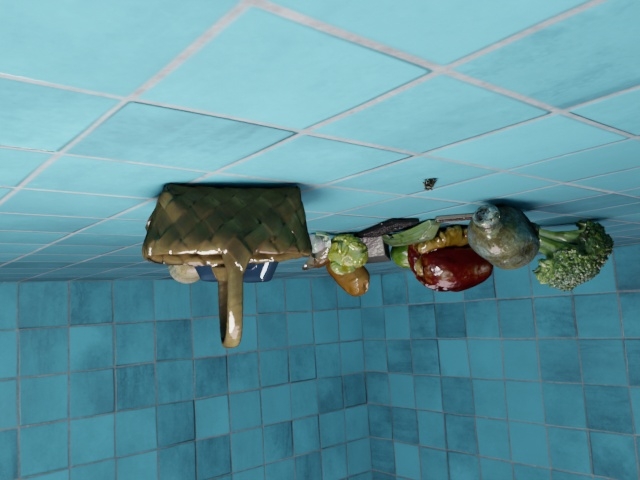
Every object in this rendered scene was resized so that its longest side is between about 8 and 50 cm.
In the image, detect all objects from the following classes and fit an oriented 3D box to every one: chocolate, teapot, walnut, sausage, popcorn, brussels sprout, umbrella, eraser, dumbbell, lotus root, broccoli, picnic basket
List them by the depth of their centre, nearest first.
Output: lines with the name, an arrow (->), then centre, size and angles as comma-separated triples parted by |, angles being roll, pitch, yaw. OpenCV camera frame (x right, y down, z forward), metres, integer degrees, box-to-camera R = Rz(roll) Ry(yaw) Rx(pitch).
picnic basket -> -0.182, 0.059, 1.157 | 0.336, 0.338, 0.293 | -2, 173, -15
umbrella -> 0.224, -0.113, 1.179 | 0.031, 0.020, 0.083 | -45, 165, 7
lotus root -> 0.487, -0.010, 1.548 | 0.174, 0.175, 0.349 | -8, 167, 35
dumbbell -> -0.267, 0.063, 1.847 | 0.156, 0.144, 0.316 | -6, 173, 24
teapot -> 0.000, 0.000, 1.859 | 0.064, 0.064, 0.083 | -9, 144, -17
popcorn -> 0.091, 0.038, 1.900 | 0.162, 0.136, 0.141 | -32, 168, -32
walnut -> 0.439, 0.045, 1.934 | 0.268, 0.244, 0.222 | -12, -146, -15
chocolate -> -0.447, 0.074, 1.947 | 0.134, 0.134, 0.309 | -2, 170, -16
broccoli -> 0.847, 0.053, 1.960 | 0.259, 0.236, 0.288 | -8, 176, 39
brussels sprout -> 0.335, 0.046, 2.141 | 0.154, 0.118, 0.155 | 4, 167, 1
eraser -> 0.193, 0.034, 2.144 | 0.111, 0.078, 0.352 | -8, 172, 10
sausage -> 0.100, 0.113, 2.236 | 0.120, 0.136, 0.241 | -22, -135, -25

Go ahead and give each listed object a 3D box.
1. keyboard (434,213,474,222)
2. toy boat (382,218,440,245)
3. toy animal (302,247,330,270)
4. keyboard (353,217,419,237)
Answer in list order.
keyboard -> 0.416, -0.065, 1.666 | 0.165, 0.017, 0.055 | -5, 172, 6
toy boat -> 0.287, -0.018, 1.836 | 0.093, 0.055, 0.293 | -3, 174, -23
toy animal -> 0.010, 0.059, 2.161 | 0.179, 0.089, 0.188 | -4, 153, -38
keyboard -> 0.196, -0.036, 1.795 | 0.100, 0.018, 0.309 | -2, 173, -18
